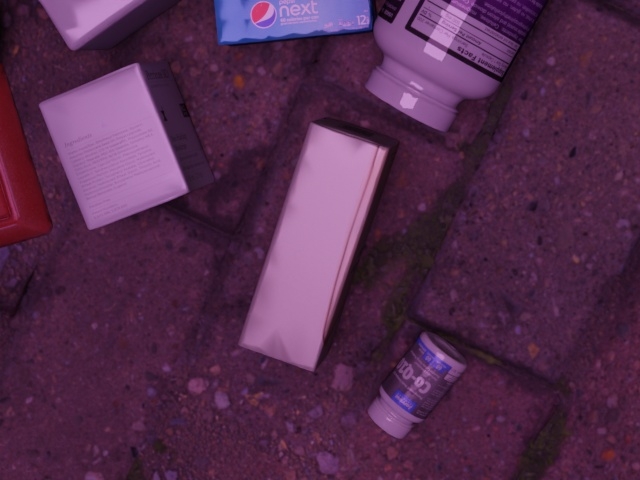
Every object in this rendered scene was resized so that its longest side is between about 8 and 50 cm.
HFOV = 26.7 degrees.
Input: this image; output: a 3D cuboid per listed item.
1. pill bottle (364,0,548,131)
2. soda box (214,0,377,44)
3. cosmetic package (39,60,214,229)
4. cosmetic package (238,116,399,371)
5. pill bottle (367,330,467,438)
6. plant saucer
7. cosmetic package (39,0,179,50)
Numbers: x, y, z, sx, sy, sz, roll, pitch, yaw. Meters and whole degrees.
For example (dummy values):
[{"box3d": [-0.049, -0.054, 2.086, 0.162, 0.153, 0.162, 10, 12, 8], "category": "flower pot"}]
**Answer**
[{"box3d": [0.187, -0.307, 1.707, 0.181, 0.181, 0.323, 30, 102, 4], "category": "pill bottle"}, {"box3d": [-0.032, -0.304, 1.800, 0.210, 0.067, 0.071, -4, 96, 9], "category": "soda box"}, {"box3d": [-0.258, -0.131, 1.817, 0.151, 0.151, 0.184, -20, 95, 11], "category": "cosmetic package"}, {"box3d": [0.000, 0.000, 1.790, 0.113, 0.160, 0.309, 18, 101, 6], "category": "cosmetic package"}, {"box3d": [0.130, 0.198, 1.835, 0.078, 0.078, 0.137, 38, 101, 3], "category": "pill bottle"}, {"box3d": [-0.541, -0.099, 1.920, 0.258, 0.048, 0.259, -15, 94, 11], "category": "plant saucer"}, {"box3d": [-0.182, -0.462, 1.755, 0.453, 0.161, 0.230, -31, 92, 11], "category": "cosmetic package"}]
